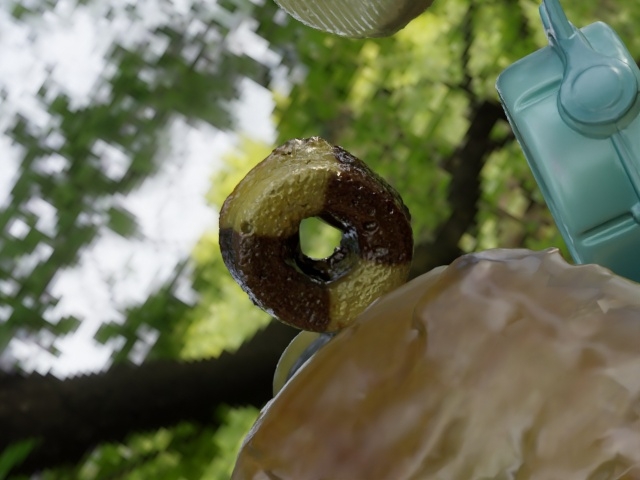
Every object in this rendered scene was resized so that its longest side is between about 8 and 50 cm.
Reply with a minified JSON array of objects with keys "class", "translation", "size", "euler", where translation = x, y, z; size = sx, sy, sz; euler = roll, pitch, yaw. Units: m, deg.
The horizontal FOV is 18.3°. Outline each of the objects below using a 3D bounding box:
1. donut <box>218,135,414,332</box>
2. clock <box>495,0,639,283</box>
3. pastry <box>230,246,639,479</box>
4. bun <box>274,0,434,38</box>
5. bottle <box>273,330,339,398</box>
[{"class":"donut","translation":[0.000,0.000,1.376],"size":[0.140,0.140,0.059],"euler":[-59,14,6]},{"class":"clock","translation":[0.197,-0.040,1.359],"size":[0.094,0.274,0.223],"euler":[-26,-5,4]},{"class":"pastry","translation":[0.121,0.195,1.015],"size":[0.245,0.409,0.409],"euler":[38,-97,-43]},{"class":"bun","translation":[0.030,-0.273,1.653],"size":[0.127,0.222,0.222],"euler":[-42,-17,-34]},{"class":"bottle","translation":[0.088,0.190,1.811],"size":[0.171,0.351,0.171],"euler":[-22,-51,-30]}]
